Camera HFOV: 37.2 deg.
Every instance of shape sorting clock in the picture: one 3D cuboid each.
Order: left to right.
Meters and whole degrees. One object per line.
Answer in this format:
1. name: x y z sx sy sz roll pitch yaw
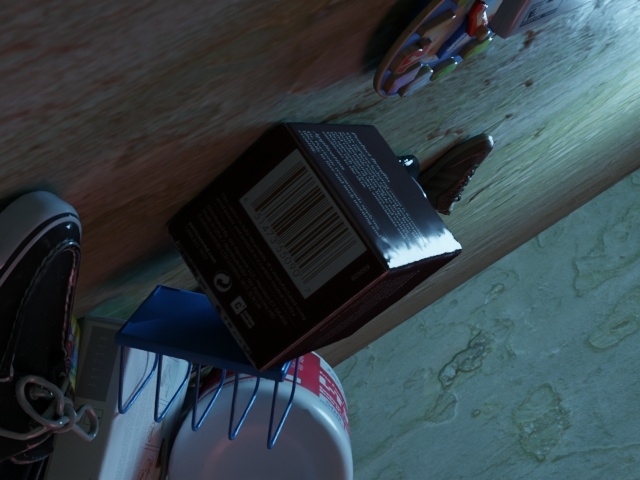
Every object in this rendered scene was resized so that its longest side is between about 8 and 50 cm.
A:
1. shape sorting clock: 0.130 -0.192 0.824 0.206 0.040 0.206 -32 169 -7

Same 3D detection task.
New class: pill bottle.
1. pill bottle: -0.073 0.267 1.335 0.229 0.229 0.408 -35 -175 3

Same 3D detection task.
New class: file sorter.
1. file sorter: -0.111 0.131 0.978 0.118 0.170 0.105 -61 162 -65

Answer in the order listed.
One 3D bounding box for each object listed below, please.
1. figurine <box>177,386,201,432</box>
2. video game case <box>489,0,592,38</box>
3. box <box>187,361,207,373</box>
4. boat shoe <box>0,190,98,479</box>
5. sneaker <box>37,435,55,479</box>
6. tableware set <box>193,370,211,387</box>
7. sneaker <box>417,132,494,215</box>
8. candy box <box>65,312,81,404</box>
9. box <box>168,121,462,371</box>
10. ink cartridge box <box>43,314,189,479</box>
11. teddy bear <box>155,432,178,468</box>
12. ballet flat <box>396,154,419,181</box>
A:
1. figurine: -0.208 0.301 1.706 0.209 0.092 0.215 -22 166 -12
2. video game case: 0.248 -0.270 0.784 0.212 0.023 0.193 -28 158 -36
3. box: -0.113 0.098 1.293 0.232 0.058 0.087 -42 166 34
4. boat shoe: -0.221 0.120 0.680 0.306 0.104 0.113 -66 163 4
5. sneaker: -0.367 0.240 1.024 0.321 0.124 0.180 -45 158 -23
6. tableware set: -0.185 0.260 1.822 0.128 0.039 0.194 -24 164 10
7. sneaker: 0.181 -0.075 1.362 0.188 0.071 0.066 -37 168 17
8. candy box: -0.247 0.109 0.876 0.027 0.105 0.206 2 162 -7
9. box: 0.000 0.000 0.927 0.167 0.168 0.203 -40 166 24
10. ink cartridge box: -0.235 0.256 1.078 0.066 0.297 0.261 9 165 7
11. teddy bear: -0.319 0.280 1.257 0.245 0.113 0.338 -15 -173 36
12. ballet flat: 0.089 -0.082 1.185 0.173 0.049 0.058 -3 102 -70
